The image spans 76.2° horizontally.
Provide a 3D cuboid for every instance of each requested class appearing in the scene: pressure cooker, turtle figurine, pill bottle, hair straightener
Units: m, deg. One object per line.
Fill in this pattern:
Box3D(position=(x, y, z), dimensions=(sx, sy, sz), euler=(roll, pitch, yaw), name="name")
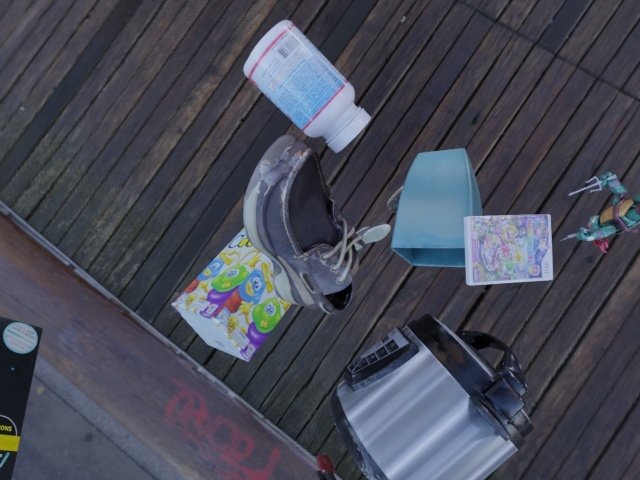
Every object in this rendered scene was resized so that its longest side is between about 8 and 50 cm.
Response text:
Box3D(position=(0.282, 0.386, 0.988), dimensions=(0.420, 0.375, 0.369), euler=(-41, 44, 2), name="pressure cooker")
Box3D(position=(0.637, -0.068, 0.874), dimensions=(0.118, 0.234, 0.175), euler=(26, 66, -7), name="turtle figurine")
Box3D(position=(-0.014, -0.193, 0.530), dimensions=(0.160, 0.087, 0.087), euler=(43, 90, -12), name="pill bottle")
Box3D(position=(0.030, 0.640, 1.050), dimensions=(0.047, 0.230, 0.088), euler=(3, 83, -16), name="hair straightener")

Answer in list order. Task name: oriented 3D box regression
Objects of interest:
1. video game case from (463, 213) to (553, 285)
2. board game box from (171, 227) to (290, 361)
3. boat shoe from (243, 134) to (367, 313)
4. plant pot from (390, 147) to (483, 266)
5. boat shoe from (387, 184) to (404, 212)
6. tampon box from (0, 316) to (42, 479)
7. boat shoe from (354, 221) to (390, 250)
Box3D(position=(0.243, 0.011, 0.525), dimensions=(0.122, 0.011, 0.087), euler=(-2, 89, -13), name="video game case")
Box3D(position=(-0.147, 0.090, 0.874), dimensions=(0.145, 0.142, 0.275), euler=(6, 46, 40), name="board game box")
Box3D(position=(0.000, 0.000, 0.559), dimensions=(0.131, 0.355, 0.132), euler=(21, 66, 16), name="boat shoe")
Box3D(position=(0.272, -0.073, 0.910), dimensions=(0.166, 0.166, 0.233), euler=(0, 73, 30), name="plant pot")
Box3D(position=(0.273, -0.151, 1.188), dimensions=(0.190, 0.072, 0.068), euler=(-35, 113, 9), name="boat shoe")
Box3D(position=(-0.349, 0.150, 0.361), dimensions=(0.102, 0.120, 0.160), euler=(-28, 53, 15), name="tampon box")
Box3D(position=(0.125, -0.015, 1.110), dimensions=(0.137, 0.043, 0.049), euler=(-30, 126, 17), name="boat shoe")
